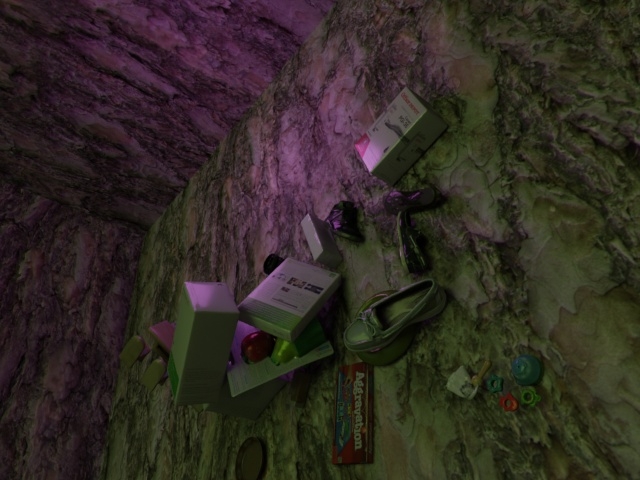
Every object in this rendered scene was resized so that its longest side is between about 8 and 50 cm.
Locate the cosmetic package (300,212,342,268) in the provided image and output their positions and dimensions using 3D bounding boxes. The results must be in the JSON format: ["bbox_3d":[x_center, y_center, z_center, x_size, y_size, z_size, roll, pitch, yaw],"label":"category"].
[{"bbox_3d":[0.000,0.000,1.829,0.060,0.098,0.239,-48,35,21],"label":"cosmetic package"}]

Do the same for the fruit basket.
[{"bbox_3d":[-0.163,0.348,1.646,0.352,0.166,0.327,-27,38,-4],"label":"fruit basket"}]

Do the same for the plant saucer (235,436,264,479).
[{"bbox_3d":[-0.247,0.788,1.699,0.168,0.029,0.169,-32,46,39],"label":"plant saucer"}]

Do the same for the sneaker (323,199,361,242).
[{"bbox_3d":[0.094,-0.076,1.759,0.130,0.087,0.227,-65,27,10],"label":"sneaker"}]

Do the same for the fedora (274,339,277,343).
[{"bbox_3d":[-0.163,0.311,1.860,0.194,0.079,0.195,-33,44,39],"label":"fedora"}]

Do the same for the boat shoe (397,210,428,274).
[{"bbox_3d":[0.283,0.000,1.471,0.079,0.084,0.233,-18,47,20],"label":"boat shoe"}]

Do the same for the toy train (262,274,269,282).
[{"bbox_3d":[-0.225,0.184,2.040,0.166,0.046,0.125,122,171,-60],"label":"toy train"}]

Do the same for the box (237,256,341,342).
[{"bbox_3d":[-0.105,0.192,1.638,0.232,0.059,0.322,16,39,27],"label":"box"}]

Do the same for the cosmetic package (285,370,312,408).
[{"bbox_3d":[-0.074,0.509,1.637,0.060,0.041,0.115,-9,61,52],"label":"cosmetic package"}]

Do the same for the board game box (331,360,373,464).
[{"bbox_3d":[0.096,0.508,1.416,0.145,0.027,0.282,-27,48,41],"label":"board game box"}]

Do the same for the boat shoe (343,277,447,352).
[{"bbox_3d":[0.195,0.206,1.335,0.320,0.103,0.118,-28,48,14],"label":"boat shoe"}]

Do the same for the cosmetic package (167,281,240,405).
[{"bbox_3d":[-0.396,0.341,1.595,0.197,0.155,0.366,45,125,55],"label":"cosmetic package"}]

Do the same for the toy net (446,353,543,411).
[{"bbox_3d":[0.398,0.337,1.102,0.232,0.045,0.122,-29,48,43],"label":"toy net"}]

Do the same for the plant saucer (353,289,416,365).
[{"bbox_3d":[0.179,0.254,1.440,0.240,0.037,0.241,-30,44,33],"label":"plant saucer"}]

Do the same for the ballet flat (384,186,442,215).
[{"bbox_3d":[0.300,-0.130,1.551,0.249,0.058,0.084,-10,82,58],"label":"ballet flat"}]

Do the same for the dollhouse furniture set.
[{"bbox_3d":[-0.529,0.463,1.978,0.394,0.362,0.256,43,110,11],"label":"dollhouse furniture set"}]

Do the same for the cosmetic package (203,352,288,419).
[{"bbox_3d":[-0.283,0.518,1.753,0.225,0.224,0.138,-53,35,16],"label":"cosmetic package"}]

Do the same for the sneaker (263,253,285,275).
[{"bbox_3d":[-0.124,0.123,1.873,0.295,0.146,0.105,6,71,54],"label":"sneaker"}]

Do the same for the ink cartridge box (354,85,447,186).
[{"bbox_3d":[0.275,-0.367,1.678,0.283,0.117,0.207,-48,36,23],"label":"ink cartridge box"}]
